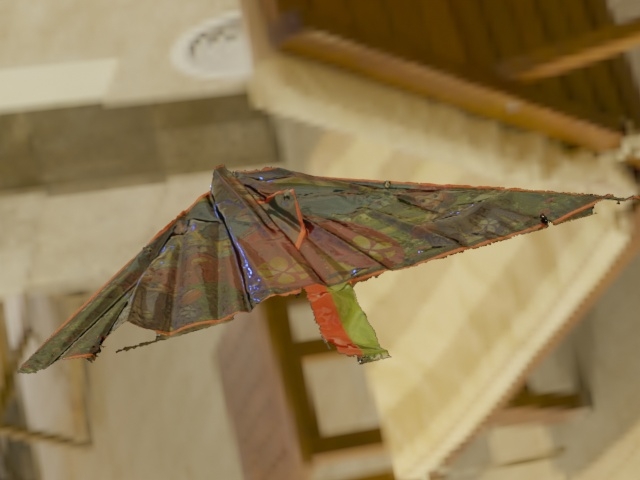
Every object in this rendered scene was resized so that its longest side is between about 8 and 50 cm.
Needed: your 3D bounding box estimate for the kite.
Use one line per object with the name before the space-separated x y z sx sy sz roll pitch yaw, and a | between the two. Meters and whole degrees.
kite | 0.000 0.000 0.739 0.183 0.241 0.014 -122 21 -62
